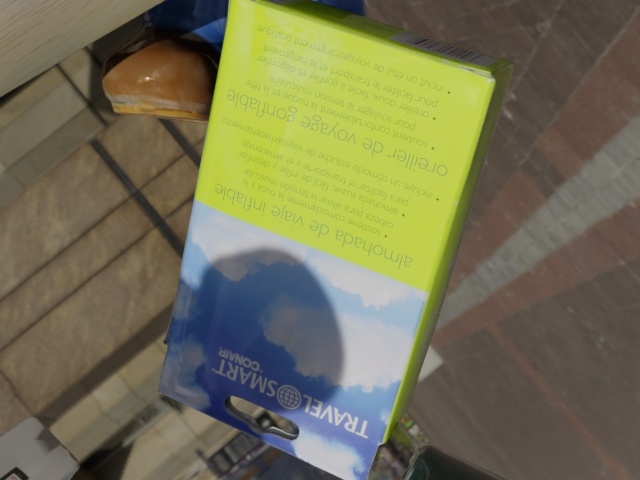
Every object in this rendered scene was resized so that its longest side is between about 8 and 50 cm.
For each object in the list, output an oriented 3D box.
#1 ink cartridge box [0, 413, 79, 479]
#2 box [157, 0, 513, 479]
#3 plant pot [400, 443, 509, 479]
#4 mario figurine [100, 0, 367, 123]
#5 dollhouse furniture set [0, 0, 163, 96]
[{"bbox_3d":[-0.378,0.298,1.012,0.086,0.148,0.203,45,-144,6],"label":"ink cartridge box"},{"bbox_3d":[0.000,0.000,0.384,0.109,0.178,0.042,22,-156,17],"label":"box"},{"bbox_3d":[0.156,0.333,0.649,0.334,0.341,0.341,28,171,10],"label":"plant pot"},{"bbox_3d":[-0.033,-0.211,0.390,0.170,0.198,0.320,3,97,48],"label":"mario figurine"},{"bbox_3d":[-0.157,-0.156,0.272,0.212,0.161,0.242,58,178,37],"label":"dollhouse furniture set"}]
